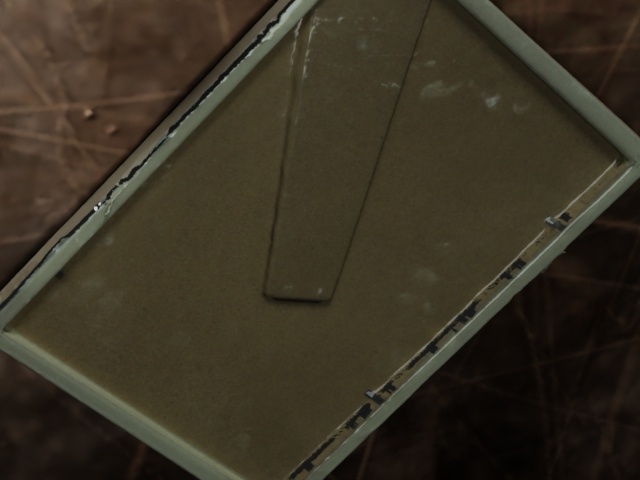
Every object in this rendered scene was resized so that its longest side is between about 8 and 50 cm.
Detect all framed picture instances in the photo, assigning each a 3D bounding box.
[{"bbox_3d":[0.000,0.000,0.752,0.184,0.016,0.250,36,105,-30],"label":"framed picture"}]
